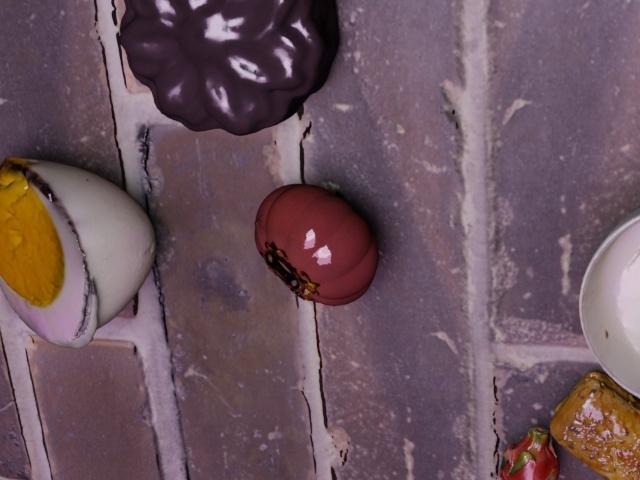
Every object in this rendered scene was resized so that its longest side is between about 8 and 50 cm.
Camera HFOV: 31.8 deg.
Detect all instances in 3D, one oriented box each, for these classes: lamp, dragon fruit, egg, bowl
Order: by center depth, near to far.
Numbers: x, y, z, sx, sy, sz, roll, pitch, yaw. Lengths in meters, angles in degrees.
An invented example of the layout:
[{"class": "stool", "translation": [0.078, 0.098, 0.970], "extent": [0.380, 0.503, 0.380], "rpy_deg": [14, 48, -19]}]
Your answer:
[{"class": "bowl", "translation": [0.457, 0.058, 1.351], "extent": [0.277, 0.145, 0.277], "rpy_deg": [7, 113, 16]}, {"class": "lamp", "translation": [0.000, 0.000, 1.478], "extent": [0.182, 0.140, 0.182], "rpy_deg": [40, 162, 16]}, {"class": "dragon fruit", "translation": [0.291, 0.307, 1.552], "extent": [0.081, 0.086, 0.116], "rpy_deg": [20, 103, 24]}, {"class": "egg", "translation": [-0.350, 0.002, 1.591], "extent": [0.286, 0.174, 0.264], "rpy_deg": [16, 119, 39]}]

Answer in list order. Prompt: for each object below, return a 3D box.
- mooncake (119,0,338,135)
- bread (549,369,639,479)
[{"class": "mooncake", "translation": [-0.119, -0.264, 1.408], "extent": [0.283, 0.141, 0.283], "rpy_deg": [8, 117, 17]}, {"class": "bread", "translation": [0.411, 0.272, 1.497], "extent": [0.211, 0.083, 0.114], "rpy_deg": [34, 115, 0]}]
